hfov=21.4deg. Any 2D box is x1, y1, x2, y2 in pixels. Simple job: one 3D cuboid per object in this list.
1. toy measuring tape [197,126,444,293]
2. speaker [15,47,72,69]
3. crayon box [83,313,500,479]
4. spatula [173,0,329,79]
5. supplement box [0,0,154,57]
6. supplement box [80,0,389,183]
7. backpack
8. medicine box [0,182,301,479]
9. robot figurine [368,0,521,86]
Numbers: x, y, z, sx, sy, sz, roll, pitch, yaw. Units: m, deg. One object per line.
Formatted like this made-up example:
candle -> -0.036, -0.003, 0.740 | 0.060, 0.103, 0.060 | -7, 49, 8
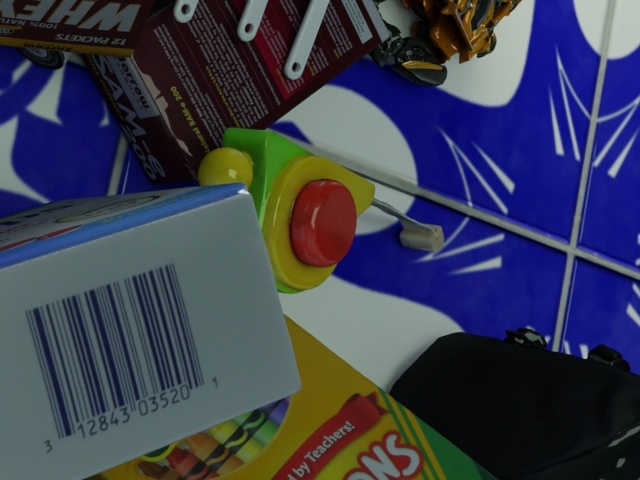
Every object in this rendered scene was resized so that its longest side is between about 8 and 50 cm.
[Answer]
toy measuring tape -> 0.000, 0.000, 1.383 | 0.330, 0.121, 0.121 | 25, 71, -55
speaker -> -0.186, -0.200, 1.319 | 0.055, 0.055, 0.136 | 43, 64, -26
crayon box -> -0.037, 0.179, 1.283 | 0.318, 0.081, 0.202 | 36, 59, 13
spatula -> -0.027, -0.262, 1.334 | 0.168, 0.019, 0.242 | 22, 90, -41
supplement box -> -0.180, -0.259, 1.205 | 0.129, 0.191, 0.194 | 4, 72, -15
supplement box -> -0.066, -0.162, 1.391 | 0.239, 0.073, 0.130 | -38, 110, -32
backpack -> 0.210, 0.286, 1.458 | 0.273, 0.290, 0.355 | -47, 120, -19
medicine box -> -0.210, 0.070, 1.137 | 0.263, 0.289, 0.149 | -19, 100, -35
robot figurine -> 0.082, -0.280, 1.498 | 0.211, 0.085, 0.291 | -50, 116, -27
